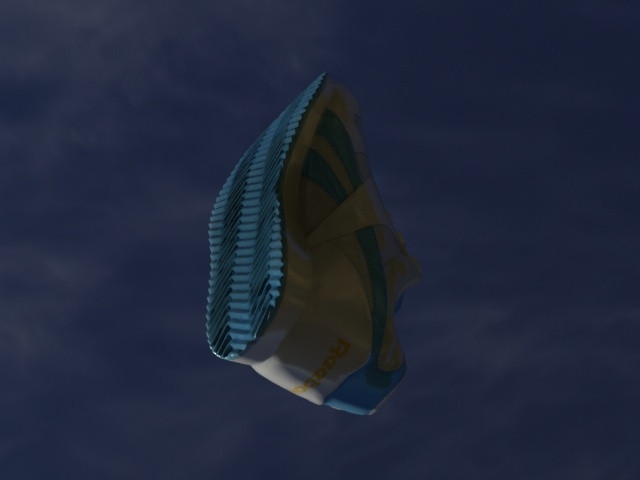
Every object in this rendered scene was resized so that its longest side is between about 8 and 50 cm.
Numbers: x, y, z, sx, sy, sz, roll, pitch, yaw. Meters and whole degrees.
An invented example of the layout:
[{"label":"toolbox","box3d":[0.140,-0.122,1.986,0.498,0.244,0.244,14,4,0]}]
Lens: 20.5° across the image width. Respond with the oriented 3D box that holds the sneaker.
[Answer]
[{"label":"sneaker","box3d":[0.000,0.000,0.925,0.092,0.087,0.228,32,-145,-20]}]
